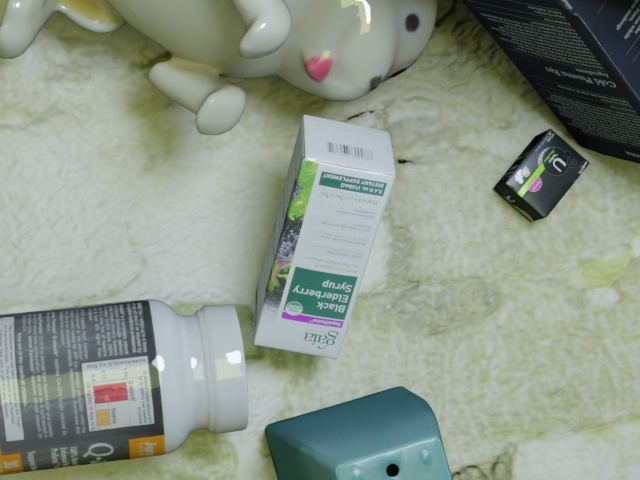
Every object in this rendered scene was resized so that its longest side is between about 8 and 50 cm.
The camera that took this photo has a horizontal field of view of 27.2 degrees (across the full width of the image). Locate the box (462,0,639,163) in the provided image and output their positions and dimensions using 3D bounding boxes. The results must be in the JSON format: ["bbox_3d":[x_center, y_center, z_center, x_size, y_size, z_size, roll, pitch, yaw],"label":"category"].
[{"bbox_3d":[0.353,-0.298,1.386,0.312,0.179,0.343,42,79,-38],"label":"box"}]

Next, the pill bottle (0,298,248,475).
[{"bbox_3d":[-0.219,0.144,1.337,0.279,0.162,0.162,-5,87,-9],"label":"pill bottle"}]

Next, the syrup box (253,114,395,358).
[{"bbox_3d":[0.000,0.000,1.358,0.093,0.096,0.236,11,122,-9],"label":"syrup box"}]

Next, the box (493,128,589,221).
[{"bbox_3d":[0.247,-0.072,1.485,0.062,0.052,0.083,40,80,-4],"label":"box"}]

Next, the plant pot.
[{"bbox_3d":[0.055,0.252,1.338,0.166,0.234,0.165,-15,88,-9],"label":"plant pot"}]

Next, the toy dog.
[{"bbox_3d":[-0.079,-0.279,1.360,0.408,0.284,0.395,22,38,-7],"label":"toy dog"}]
